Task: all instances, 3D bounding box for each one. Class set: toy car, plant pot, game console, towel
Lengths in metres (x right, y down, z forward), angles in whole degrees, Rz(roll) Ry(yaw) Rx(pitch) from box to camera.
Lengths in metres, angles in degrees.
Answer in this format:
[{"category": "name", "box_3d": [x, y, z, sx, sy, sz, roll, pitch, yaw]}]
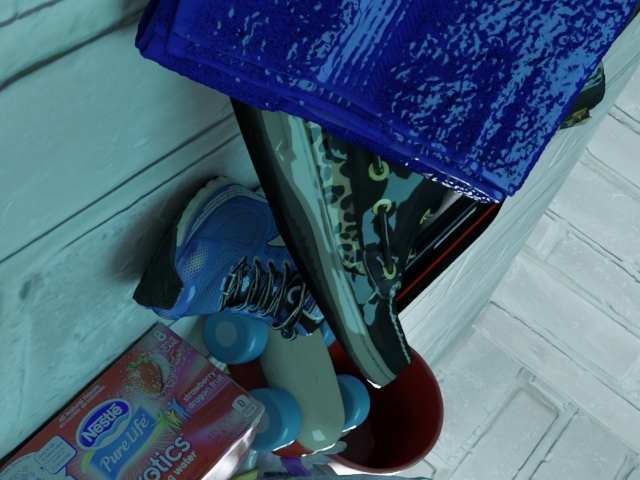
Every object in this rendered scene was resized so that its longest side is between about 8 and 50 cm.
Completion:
[{"category": "toy car", "box_3d": [-0.103, 0.191, 1.315, 0.238, 0.210, 0.219, -27, 167, 25]}, {"category": "plant pot", "box_3d": [0.054, 0.328, 1.933, 0.275, 0.275, 0.243, -43, 174, -33]}, {"category": "game console", "box_3d": [0.205, 0.009, 1.916, 0.386, 0.060, 0.342, -43, 166, -15]}, {"category": "towel", "box_3d": [0.061, -0.159, 0.702, 0.227, 0.308, 0.076, -58, -151, 21]}]

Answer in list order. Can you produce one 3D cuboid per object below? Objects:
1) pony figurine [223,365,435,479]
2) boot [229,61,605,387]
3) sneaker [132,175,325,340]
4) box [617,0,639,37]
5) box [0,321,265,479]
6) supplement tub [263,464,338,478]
[{"category": "pony figurine", "box_3d": [-0.060, 0.371, 1.511, 0.351, 0.303, 0.363, 13, 91, -36]}, {"category": "boot", "box_3d": [0.098, -0.062, 0.899, 0.284, 0.138, 0.377, -26, 124, -6]}, {"category": "sneaker", "box_3d": [-0.053, 0.022, 1.027, 0.129, 0.147, 0.330, -58, 164, 22]}, {"category": "box", "box_3d": [0.332, -0.354, 1.281, 0.203, 0.168, 0.167, -47, 165, -18]}, {"category": "box", "box_3d": [-0.214, 0.250, 1.068, 0.300, 0.154, 0.142, -45, 165, -32]}, {"category": "supplement tub", "box_3d": [-0.100, 0.472, 1.731, 0.272, 0.191, 0.191, -6, 137, -38]}]
